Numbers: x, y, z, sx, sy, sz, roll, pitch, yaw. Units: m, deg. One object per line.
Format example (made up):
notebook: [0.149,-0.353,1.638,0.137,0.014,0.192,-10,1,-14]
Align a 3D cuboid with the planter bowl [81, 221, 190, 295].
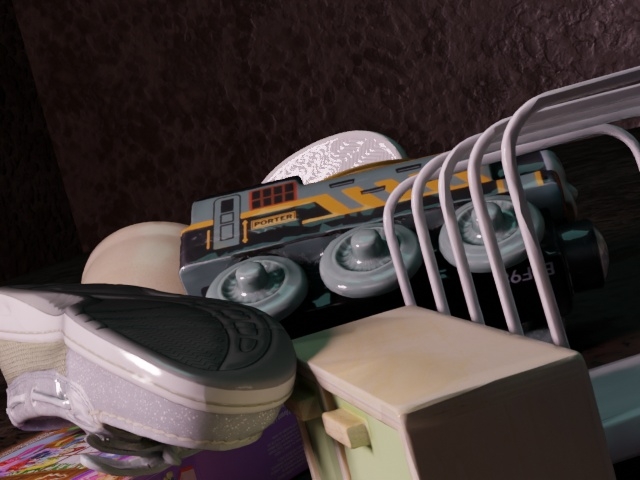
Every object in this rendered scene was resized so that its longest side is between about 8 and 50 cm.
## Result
planter bowl: [-0.141,0.080,1.409,0.162,0.162,0.109,-14,33,16]

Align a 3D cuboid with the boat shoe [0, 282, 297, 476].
boat shoe: [-0.112,0.084,0.930,0.118,0.103,0.320,-1,4,-32]

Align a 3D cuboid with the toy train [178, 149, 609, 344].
toy train: [0.044,0.018,1.217,0.334,0.142,0.190,-14,36,7]

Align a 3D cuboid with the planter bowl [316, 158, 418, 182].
planter bowl: [0.049,0.033,1.381,0.217,0.090,0.217,-14,-33,-10]

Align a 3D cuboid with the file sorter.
file sorter: [0.161,0.011,0.878,0.193,0.173,0.278,-16,-3,-11]

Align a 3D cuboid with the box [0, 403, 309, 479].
box: [-0.133,0.152,1.018,0.201,0.057,0.293,-11,7,33]

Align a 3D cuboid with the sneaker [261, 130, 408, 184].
sneaker: [0.000,0.000,1.521,0.292,0.108,0.169,-41,-19,26]

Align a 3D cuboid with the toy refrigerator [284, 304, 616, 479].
toy refrigerator: [0.051,0.102,0.794,0.094,0.102,0.269,-16,6,-11]
